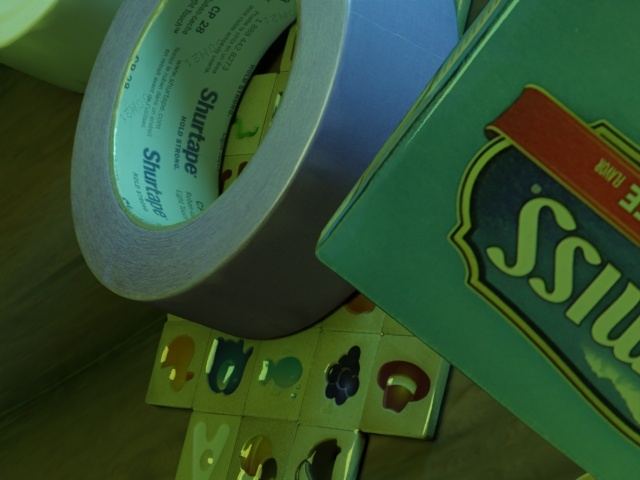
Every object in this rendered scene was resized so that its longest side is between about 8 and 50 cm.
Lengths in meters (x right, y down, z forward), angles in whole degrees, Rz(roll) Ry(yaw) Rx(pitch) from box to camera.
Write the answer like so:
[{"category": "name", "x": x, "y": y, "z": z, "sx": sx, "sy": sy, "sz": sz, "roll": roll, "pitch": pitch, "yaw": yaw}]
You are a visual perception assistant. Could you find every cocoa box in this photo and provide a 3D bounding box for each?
[{"category": "cocoa box", "x": 0.187, "y": -0.058, "z": 0.660, "sx": 0.228, "sy": 0.231, "sz": 0.347, "roll": -51, "pitch": -1, "yaw": 24}]

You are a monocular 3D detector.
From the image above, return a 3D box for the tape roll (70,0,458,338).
[{"category": "tape roll", "x": -0.041, "y": -0.082, "z": 1.210, "sx": 0.275, "sy": 0.090, "sz": 0.274, "roll": -30, "pitch": 50, "yaw": 42}]

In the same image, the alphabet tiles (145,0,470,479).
[{"category": "alphabet tiles", "x": 0.000, "y": 0.000, "z": 1.200, "sx": 0.285, "sy": 0.011, "sz": 0.342, "roll": -1, "pitch": 72, "yaw": 53}]

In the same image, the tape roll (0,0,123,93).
[{"category": "tape roll", "x": -0.174, "y": -0.259, "z": 1.488, "sx": 0.286, "sy": 0.100, "sz": 0.286, "roll": -29, "pitch": 50, "yaw": 42}]

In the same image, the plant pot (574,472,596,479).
[{"category": "plant pot", "x": 0.113, "y": 0.208, "z": 0.872, "sx": 0.236, "sy": 0.032, "sz": 0.236, "roll": -54, "pitch": 18, "yaw": 26}]
